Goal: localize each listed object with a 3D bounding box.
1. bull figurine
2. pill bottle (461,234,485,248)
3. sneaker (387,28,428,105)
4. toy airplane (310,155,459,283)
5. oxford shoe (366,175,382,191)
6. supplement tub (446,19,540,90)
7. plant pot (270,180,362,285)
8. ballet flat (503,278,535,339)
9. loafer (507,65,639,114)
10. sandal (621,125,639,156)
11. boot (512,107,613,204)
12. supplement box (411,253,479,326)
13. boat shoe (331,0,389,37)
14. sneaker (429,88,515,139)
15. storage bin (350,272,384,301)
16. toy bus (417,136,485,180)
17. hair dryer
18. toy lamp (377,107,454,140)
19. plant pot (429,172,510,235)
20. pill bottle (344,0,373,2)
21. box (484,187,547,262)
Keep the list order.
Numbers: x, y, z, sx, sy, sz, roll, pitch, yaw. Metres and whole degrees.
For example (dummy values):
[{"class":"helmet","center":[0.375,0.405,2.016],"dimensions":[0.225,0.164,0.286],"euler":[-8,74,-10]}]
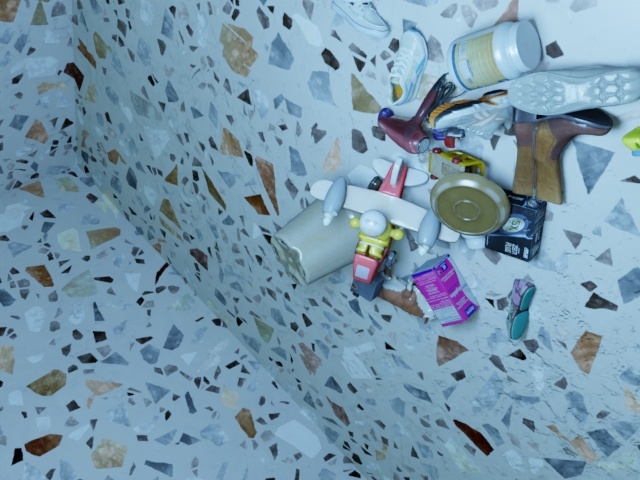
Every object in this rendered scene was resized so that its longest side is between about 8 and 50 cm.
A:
[{"class":"bull figurine","center":[0.310,0.187,2.175],"dimensions":[0.311,0.101,0.188],"euler":[19,126,37]},{"class":"pill bottle","center":[0.477,-0.063,1.814],"dimensions":[0.094,0.094,0.169],"euler":[7,122,45]},{"class":"sneaker","center":[0.253,-0.508,1.730],"dimensions":[0.087,0.092,0.228],"euler":[31,135,32]},{"class":"toy airplane","center":[0.200,-0.086,1.872],"dimensions":[0.386,0.272,0.384],"euler":[-26,89,19]},{"class":"oxford shoe","center":[0.213,-0.133,2.065],"dimensions":[0.096,0.083,0.227],"euler":[27,146,29]},{"class":"supplement tub","center":[0.444,-0.476,1.503],"dimensions":[0.200,0.144,0.144],"euler":[-2,115,48]},{"class":"plant pot","center":[0.000,0.000,2.143],"dimensions":[0.334,0.306,0.333],"euler":[45,155,28]},{"class":"ballet flat","center":[0.632,0.216,1.880],"dimensions":[0.079,0.077,0.221],"euler":[42,139,47]},{"class":"loafer","center":[0.621,-0.365,1.417],"dimensions":[0.320,0.111,0.111],"euler":[10,113,39]},{"class":"sandal","center":[0.851,-0.212,1.290],"dimensions":[0.317,0.126,0.138],"euler":[-3,118,57]},{"class":"boot","center":[0.626,-0.215,1.540],"dimensions":[0.264,0.096,0.280],"euler":[17,129,39]},{"class":"supplement box","center":[0.434,0.175,2.021],"dimensions":[0.114,0.111,0.220],"euler":[-25,98,52]},{"class":"boat shoe","center":[0.118,-0.689,1.749],"dimensions":[0.226,0.083,0.075],"euler":[39,141,22]},{"class":"sneaker","center":[0.416,-0.318,1.558],"dimensions":[0.099,0.263,0.121],"euler":[-134,31,-62]},{"class":"storage bin","center":[0.176,0.162,2.174],"dimensions":[0.091,0.098,0.135],"euler":[37,138,25]},{"class":"toy bus","center":[0.406,-0.222,1.760],"dimensions":[0.191,0.105,0.202],"euler":[134,121,-64]},{"class":"hair dryer","center":[0.302,-0.361,1.721],"dimensions":[0.294,0.223,0.080],"euler":[-8,155,32]},{"class":"toy lamp","center":[0.304,-0.359,1.797],"dimensions":[0.275,0.080,0.080],"euler":[19,130,37]},{"class":"plant pot","center":[0.430,-0.095,1.700],"dimensions":[0.236,0.032,0.236],"euler":[19,140,16]},{"class":"pill bottle","center":[0.107,-0.817,1.603],"dimensions":[0.162,0.162,0.278],"euler":[28,135,32]},{"class":"box","center":[0.577,-0.046,1.731],"dimensions":[0.147,0.078,0.180],"euler":[22,131,35]}]
